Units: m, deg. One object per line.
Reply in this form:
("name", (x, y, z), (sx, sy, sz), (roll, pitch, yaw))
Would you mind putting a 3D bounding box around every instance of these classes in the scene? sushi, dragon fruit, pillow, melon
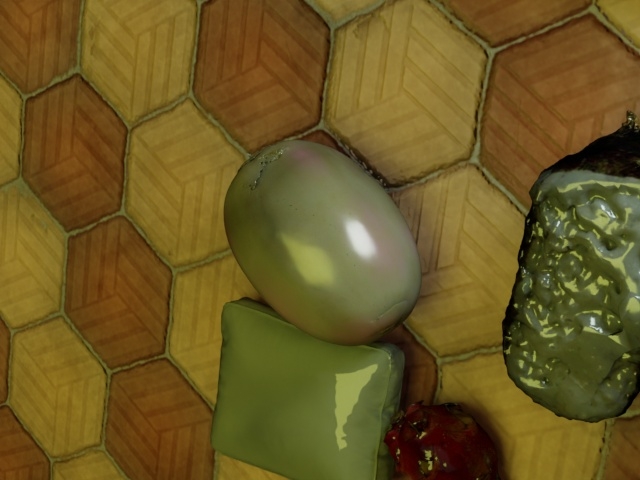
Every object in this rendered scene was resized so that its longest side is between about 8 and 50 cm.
("sushi", (0.351, 0.047, 1.451), (0.234, 0.207, 0.349), (23, 118, 19))
("dragon fruit", (0.198, 0.316, 1.673), (0.246, 0.125, 0.125), (47, 152, 3))
("pillow", (-0.026, 0.237, 1.810), (0.322, 0.119, 0.255), (14, 105, 36))
("melon", (0.000, 0.000, 1.681), (0.317, 0.223, 0.223), (52, 124, 18))
